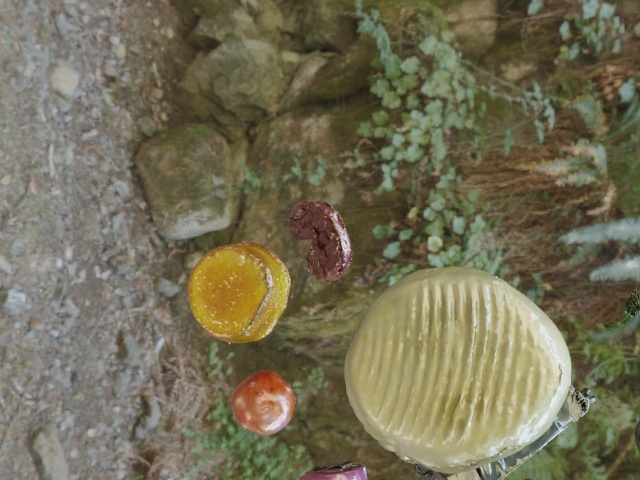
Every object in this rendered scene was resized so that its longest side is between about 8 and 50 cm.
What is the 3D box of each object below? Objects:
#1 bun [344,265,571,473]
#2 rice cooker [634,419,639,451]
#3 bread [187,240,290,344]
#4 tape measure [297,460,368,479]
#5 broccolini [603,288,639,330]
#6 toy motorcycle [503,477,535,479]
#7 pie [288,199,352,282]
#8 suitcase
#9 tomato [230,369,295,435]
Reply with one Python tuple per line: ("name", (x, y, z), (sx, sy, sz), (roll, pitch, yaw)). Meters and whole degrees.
("bun", (0.221, 0.205, 0.983), (0.234, 0.361, 0.326), (16, 57, -79))
("rice cooker", (0.885, 0.511, 1.431), (0.142, 0.203, 0.118), (-45, 134, -24))
("bread", (-0.246, 0.146, 1.701), (0.172, 0.311, 0.313), (30, 55, -76))
("tape measure", (0.020, 0.432, 1.026), (0.118, 0.125, 0.074), (15, 63, -58))
("broccolini", (0.664, 0.159, 1.267), (0.054, 0.051, 0.239), (45, -7, 22))
("toy motorcycle", (0.436, 0.665, 1.442), (0.074, 0.228, 0.151), (50, 37, -18))
("pie", (0.000, 0.000, 1.479), (0.054, 0.204, 0.219), (-21, 94, -35))
("suitcase", (0.349, 0.354, 1.261), (0.283, 0.433, 0.194), (57, -27, 16))
("tomato", (-0.192, 0.553, 2.005), (0.232, 0.231, 0.189), (-48, 152, -73))
